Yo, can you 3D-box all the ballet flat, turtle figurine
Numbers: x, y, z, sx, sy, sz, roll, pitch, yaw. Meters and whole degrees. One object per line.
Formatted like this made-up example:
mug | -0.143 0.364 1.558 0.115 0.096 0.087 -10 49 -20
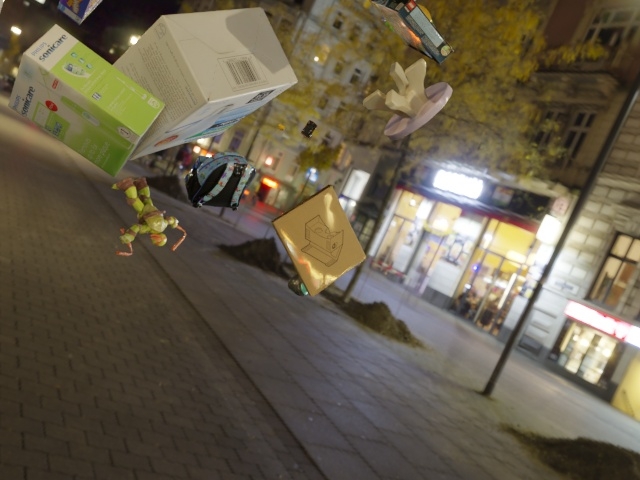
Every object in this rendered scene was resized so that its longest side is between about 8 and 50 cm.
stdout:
ballet flat | -0.016 0.080 1.665 0.074 0.074 0.203 26 45 26
turtle figurine | -0.481 -0.066 1.683 0.269 0.087 0.217 -24 85 -57

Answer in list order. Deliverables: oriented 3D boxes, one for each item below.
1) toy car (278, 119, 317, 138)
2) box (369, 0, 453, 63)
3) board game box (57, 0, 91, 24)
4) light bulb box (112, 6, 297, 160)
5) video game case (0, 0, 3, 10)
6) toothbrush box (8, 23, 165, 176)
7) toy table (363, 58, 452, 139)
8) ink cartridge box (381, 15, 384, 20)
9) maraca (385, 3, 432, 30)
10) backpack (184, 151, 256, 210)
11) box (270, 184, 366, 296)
toy car | -0.075 -0.367 1.990 0.122 0.060 0.040 17 -8 -9
box | 0.209 -0.511 1.452 0.159 0.044 0.233 40 13 -28
board game box | -0.646 -0.848 1.881 0.078 0.347 0.233 37 -35 -19
light bulb box | -0.326 -0.408 1.606 0.361 0.225 0.358 -23 5 41
video game case | -0.845 -0.436 1.284 0.300 0.329 0.036 6 -19 -5
toothbrush box | -0.531 -0.307 1.400 0.283 0.122 0.206 37 -39 -16
toy table | 0.283 -0.474 2.065 0.161 0.274 0.252 40 28 -25
ink cartridge box | 0.273 -0.749 1.669 0.065 0.186 0.311 28 -40 -37
maraca | 0.282 -0.689 1.950 0.127 0.099 0.185 25 44 21
backpack | -0.266 -0.174 1.660 0.158 0.173 0.117 2 51 -40
box | 0.000 0.000 1.385 0.021 0.164 0.201 19 -40 61
